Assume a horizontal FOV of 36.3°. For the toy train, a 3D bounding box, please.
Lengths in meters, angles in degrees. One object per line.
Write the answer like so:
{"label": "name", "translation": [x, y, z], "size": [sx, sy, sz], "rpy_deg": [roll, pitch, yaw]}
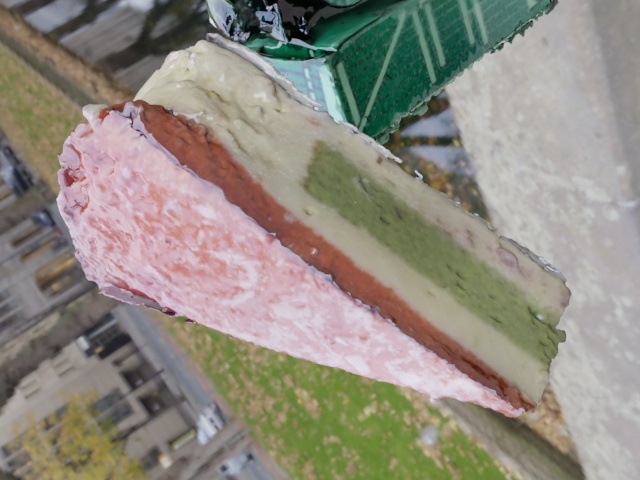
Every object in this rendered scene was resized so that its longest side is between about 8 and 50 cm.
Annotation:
{"label": "toy train", "translation": [0.047, -0.170, 0.633], "size": [0.115, 0.269, 0.154], "rpy_deg": [11, 131, 46]}

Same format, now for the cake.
{"label": "cake", "translation": [-0.004, -0.015, 0.416], "size": [0.220, 0.086, 0.117], "rpy_deg": [14, 138, 22]}
